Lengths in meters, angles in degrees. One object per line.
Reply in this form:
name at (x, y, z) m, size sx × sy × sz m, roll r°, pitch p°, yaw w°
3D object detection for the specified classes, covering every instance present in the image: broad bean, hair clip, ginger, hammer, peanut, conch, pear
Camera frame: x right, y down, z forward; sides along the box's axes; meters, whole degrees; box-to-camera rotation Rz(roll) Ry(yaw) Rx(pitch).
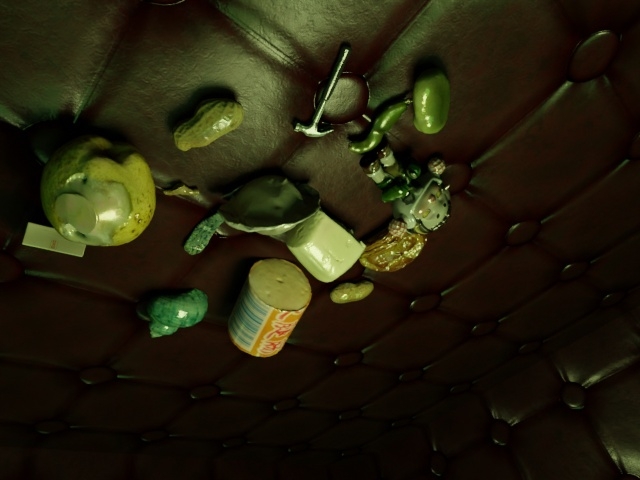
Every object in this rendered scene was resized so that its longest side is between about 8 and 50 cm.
broad bean at (0.163, -0.312, 1.214) m, size 0.214 × 0.048 × 0.070 m, roll -42°, pitch 137°, yaw 20°
hair clip at (-0.345, -0.031, 1.369) m, size 0.066 × 0.036 × 0.229 m, roll 26°, pitch 130°, yaw -31°
broad bean at (0.292, -0.359, 1.167) m, size 0.124 × 0.082 × 0.174 m, roll -38°, pitch 144°, yaw -27°
ginger at (-0.385, -0.143, 1.242) m, size 0.097 × 0.030 × 0.048 m, roll -1°, pitch 164°, yaw -13°
hammer at (0.023, -0.369, 1.129) m, size 0.103 × 0.029 × 0.246 m, roll 10°, pitch 130°, yaw -26°
peanut at (-0.276, -0.283, 1.085) m, size 0.194 × 0.083 × 0.093 m, roll -24°, pitch 137°, yaw 9°
conch at (-0.505, 0.255, 1.551) m, size 0.202 × 0.134 × 0.196 m, roll -28°, pitch 136°, yaw 11°
pear at (-0.530, -0.120, 1.084) m, size 0.271 × 0.271 × 0.271 m, roll -9°, pitch 138°, yaw -8°
peanut at (0.122, 0.194, 1.730) m, size 0.175 × 0.080 × 0.080 m, roll -12°, pitch 138°, yaw -10°

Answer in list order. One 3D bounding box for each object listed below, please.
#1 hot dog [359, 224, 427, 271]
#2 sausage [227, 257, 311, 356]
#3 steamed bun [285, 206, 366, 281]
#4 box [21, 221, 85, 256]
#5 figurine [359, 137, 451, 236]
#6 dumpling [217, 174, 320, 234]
hot dog at (0.244, 0.025, 1.553) m, size 0.259 × 0.114 × 0.175 m, roll -36°, pitch 133°, yaw 20°
sausage at (-0.182, 0.235, 1.562) m, size 0.233 × 0.233 × 0.287 m, roll 8°, pitch 131°, yaw -24°
steamed bun at (0.000, 0.000, 1.440) m, size 0.200 × 0.170 × 0.225 m, roll -47°, pitch 120°, yaw -12°
box at (-0.700, -0.004, 1.183) m, size 0.141 × 0.201 × 0.058 m, roll 17°, pitch 84°, yaw -30°
figurine at (0.262, -0.147, 1.346) m, size 0.370 × 0.167 × 0.281 m, roll 39°, pitch 79°, yaw -33°
dumpling at (-0.136, -0.077, 1.263) m, size 0.293 × 0.204 × 0.163 m, roll -13°, pitch 150°, yaw -17°
